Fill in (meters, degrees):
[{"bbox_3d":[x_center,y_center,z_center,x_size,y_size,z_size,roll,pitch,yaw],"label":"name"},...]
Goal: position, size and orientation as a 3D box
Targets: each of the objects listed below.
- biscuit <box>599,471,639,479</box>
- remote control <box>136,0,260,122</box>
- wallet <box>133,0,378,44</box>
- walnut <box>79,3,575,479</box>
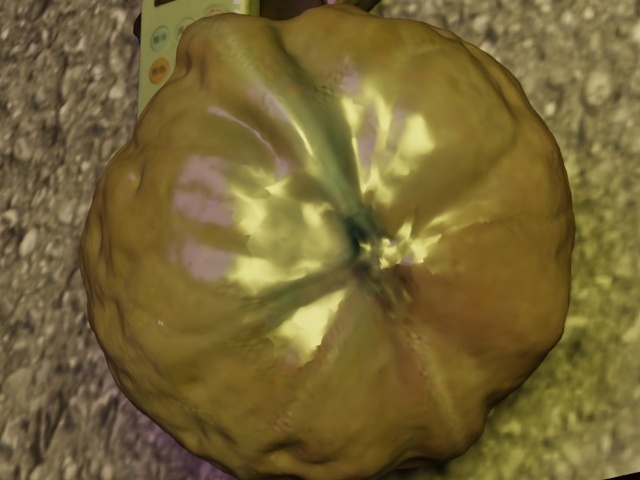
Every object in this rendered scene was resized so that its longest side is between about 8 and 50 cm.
[{"bbox_3d":[0.109,0.280,0.592,0.407,0.091,0.407,-24,60,49],"label":"biscuit"},{"bbox_3d":[-0.073,-0.081,1.074,0.090,0.038,0.310,-13,67,35],"label":"remote control"},{"bbox_3d":[0.005,-0.212,1.122,0.309,0.042,0.165,-46,44,12],"label":"wallet"},{"bbox_3d":[0.002,0.002,0.861,0.248,0.248,0.248,-22,52,30],"label":"walnut"}]
